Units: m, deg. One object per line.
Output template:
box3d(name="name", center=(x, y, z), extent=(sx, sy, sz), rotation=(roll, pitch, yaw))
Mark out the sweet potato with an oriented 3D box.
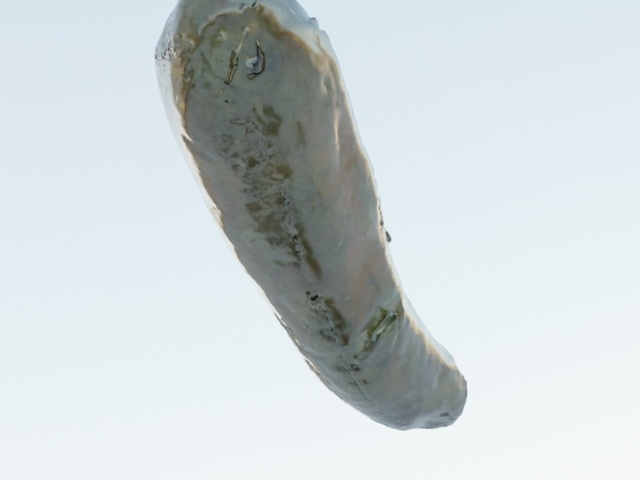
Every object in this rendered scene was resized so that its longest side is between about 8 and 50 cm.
box3d(name="sweet potato", center=(0.000, 0.000, 0.776), extent=(0.075, 0.075, 0.273), rotation=(-24, -52, 2))
